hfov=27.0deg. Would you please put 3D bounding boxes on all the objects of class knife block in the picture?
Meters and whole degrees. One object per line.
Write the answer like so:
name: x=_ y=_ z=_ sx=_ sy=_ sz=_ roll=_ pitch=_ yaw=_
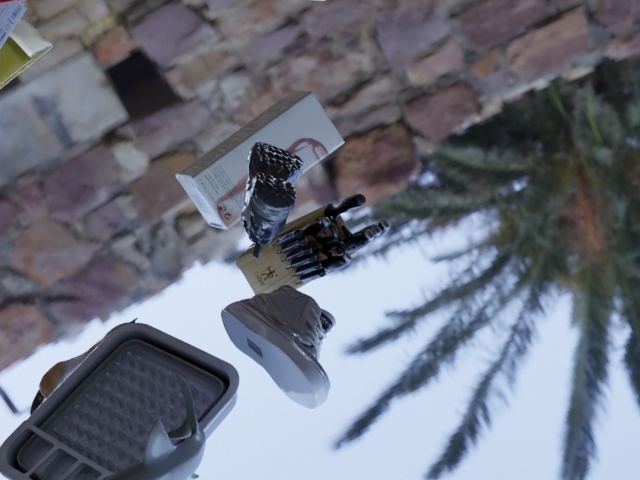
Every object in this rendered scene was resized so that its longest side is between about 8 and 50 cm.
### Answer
knife block: x=0.000 y=0.000 z=2.055 sx=0.242 sy=0.088 sz=0.275 roll=-28 pitch=-175 yaw=12

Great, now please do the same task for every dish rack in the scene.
dish rack: x=-0.300 y=0.292 z=2.044 sx=0.285 sy=0.072 sz=0.333 roll=20 pitch=-124 yaw=37

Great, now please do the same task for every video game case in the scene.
video game case: x=-0.510 y=-0.362 z=2.024 sx=0.011 sy=0.122 sz=0.087 roll=1 pitch=-125 yaw=42

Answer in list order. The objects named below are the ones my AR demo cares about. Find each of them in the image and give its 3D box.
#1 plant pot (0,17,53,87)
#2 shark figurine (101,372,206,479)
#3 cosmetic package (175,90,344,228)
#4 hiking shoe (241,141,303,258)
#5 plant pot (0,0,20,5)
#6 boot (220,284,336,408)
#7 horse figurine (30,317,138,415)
plant pot: x=-0.626 y=-0.340 z=2.338 sx=0.212 sy=0.187 sz=0.212 roll=-36 pitch=-168 yaw=9
shark figurine: x=-0.210 y=0.281 z=1.817 sx=0.166 sy=0.116 sz=0.278 roll=4 pitch=-154 yaw=28
cosmetic package: x=-0.120 y=-0.160 z=2.628 sx=0.296 sy=0.129 sz=0.153 roll=-37 pitch=-166 yaw=-12
hiking shoe: x=-0.083 y=-0.064 z=1.945 sx=0.227 sy=0.086 sz=0.114 roll=-82 pitch=-164 yaw=-65
plant pot: x=-0.361 y=-0.481 z=1.679 sx=0.267 sy=0.267 sz=0.235 roll=-10 pitch=-108 yaw=12
boot: x=-0.028 y=0.132 z=1.835 sx=0.123 sy=0.095 sz=0.258 roll=-25 pitch=-145 yaw=-22
horse figurine: x=-0.417 y=0.252 z=2.346 sx=0.263 sy=0.066 sz=0.174 roll=-33 pitch=-133 yaw=0
